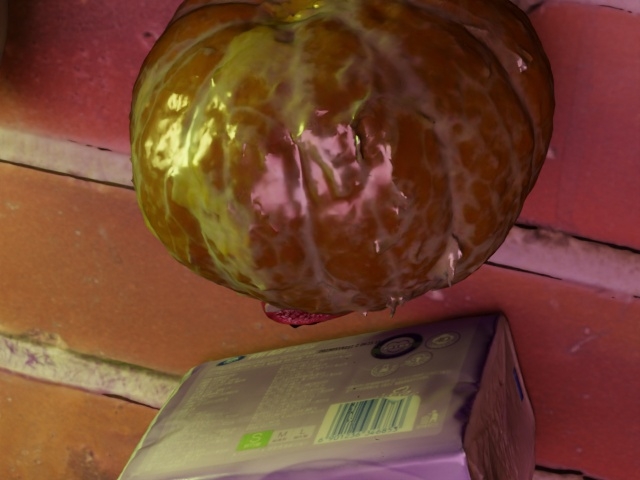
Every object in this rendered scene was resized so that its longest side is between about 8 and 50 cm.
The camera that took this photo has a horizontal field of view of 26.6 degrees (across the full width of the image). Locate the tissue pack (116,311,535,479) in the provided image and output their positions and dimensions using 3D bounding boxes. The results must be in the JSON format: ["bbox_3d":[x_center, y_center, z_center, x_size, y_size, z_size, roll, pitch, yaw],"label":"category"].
[{"bbox_3d":[0.009,0.202,1.217,0.338,0.242,0.160,-12,110,23],"label":"tissue pack"}]

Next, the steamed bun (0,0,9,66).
[{"bbox_3d":[-0.417,-0.215,1.110,0.334,0.334,0.374,16,147,10],"label":"steamed bun"}]

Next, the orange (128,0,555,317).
[{"bbox_3d":[0.014,-0.087,1.038,0.329,0.329,0.249,1,124,17],"label":"orange"}]

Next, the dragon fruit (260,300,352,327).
[{"bbox_3d":[0.000,0.000,1.216,0.153,0.153,0.111,-34,57,27],"label":"dragon fruit"}]
